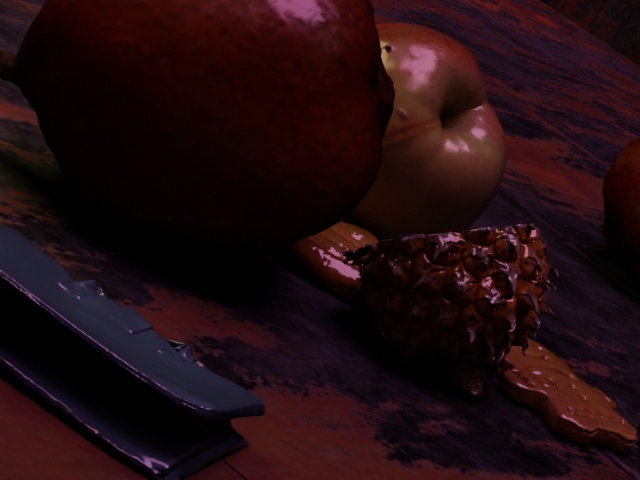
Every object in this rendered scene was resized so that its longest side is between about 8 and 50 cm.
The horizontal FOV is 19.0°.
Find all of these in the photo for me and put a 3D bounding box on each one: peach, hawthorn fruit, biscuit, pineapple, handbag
[{"bbox_3d":[0.063,-0.095,1.846,0.232,0.232,0.232,26,16,-8],"label":"peach"},{"bbox_3d":[0.467,-0.029,2.234,0.266,0.210,0.230,-9,4,-2],"label":"hawthorn fruit"},{"bbox_3d":[0.001,-0.001,1.722,0.144,0.033,0.224,14,21,-43],"label":"biscuit"},{"bbox_3d":[0.117,0.065,1.589,0.176,0.137,0.161,3,-14,-45],"label":"pineapple"},{"bbox_3d":[0.203,0.125,1.685,0.133,0.027,0.184,18,19,-28],"label":"biscuit"},{"bbox_3d":[-0.081,-0.126,1.548,0.311,0.295,0.295,13,22,-35],"label":"hawthorn fruit"},{"bbox_3d":[-0.145,0.066,1.236,0.221,0.057,0.144,32,12,14],"label":"handbag"}]

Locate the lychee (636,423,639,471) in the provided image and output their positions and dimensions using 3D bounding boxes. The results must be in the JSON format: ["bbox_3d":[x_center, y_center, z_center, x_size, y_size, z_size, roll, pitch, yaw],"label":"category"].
[{"bbox_3d":[0.346,0.177,1.521,0.188,0.188,0.188,26,16,-8],"label":"lychee"}]
